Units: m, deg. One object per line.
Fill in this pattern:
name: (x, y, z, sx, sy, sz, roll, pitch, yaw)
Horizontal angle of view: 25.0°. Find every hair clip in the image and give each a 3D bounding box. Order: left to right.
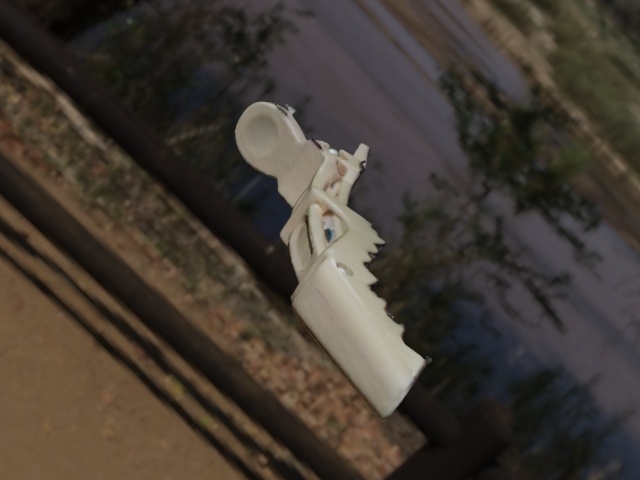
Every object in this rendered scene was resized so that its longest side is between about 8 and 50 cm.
hair clip: (0.000, 0.000, 0.621, 0.072, 0.034, 0.226, 27, 22, -17)
